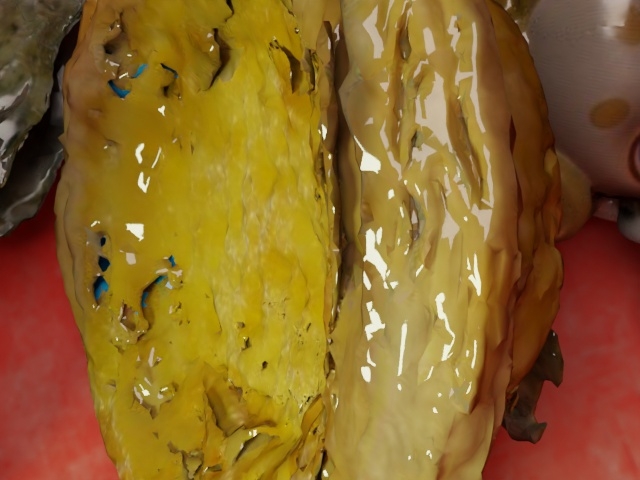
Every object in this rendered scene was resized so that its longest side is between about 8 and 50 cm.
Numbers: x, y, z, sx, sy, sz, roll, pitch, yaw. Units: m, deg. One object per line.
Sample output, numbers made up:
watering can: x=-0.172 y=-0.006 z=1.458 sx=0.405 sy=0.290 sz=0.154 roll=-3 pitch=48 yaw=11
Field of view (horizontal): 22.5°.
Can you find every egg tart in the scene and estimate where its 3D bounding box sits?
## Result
egg tart: x=0.000 y=0.000 z=0.537 sx=0.107 sy=0.291 sz=0.291 roll=-6 pitch=65 yaw=-27

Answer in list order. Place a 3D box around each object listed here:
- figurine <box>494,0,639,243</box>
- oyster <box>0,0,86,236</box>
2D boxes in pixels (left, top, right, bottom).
figurine: x=0.179 y=-0.075 z=0.576 sx=0.274 sy=0.133 sz=0.194 roll=-14 pitch=111 yaw=8
oyster: x=-0.215 y=-0.095 z=0.663 sx=0.267 sy=0.112 sz=0.198 roll=18 pitch=74 yaw=19
